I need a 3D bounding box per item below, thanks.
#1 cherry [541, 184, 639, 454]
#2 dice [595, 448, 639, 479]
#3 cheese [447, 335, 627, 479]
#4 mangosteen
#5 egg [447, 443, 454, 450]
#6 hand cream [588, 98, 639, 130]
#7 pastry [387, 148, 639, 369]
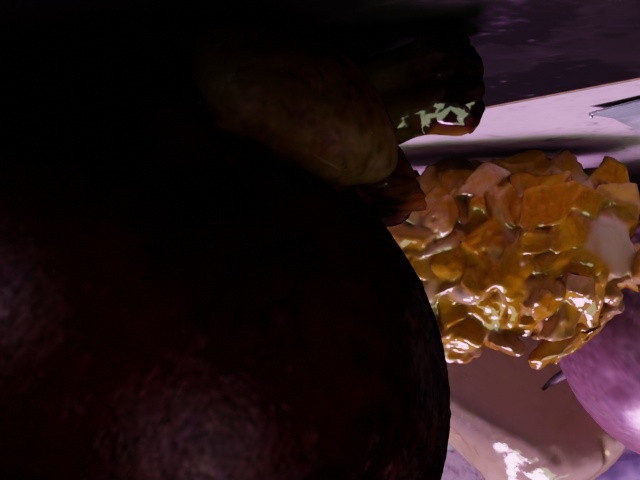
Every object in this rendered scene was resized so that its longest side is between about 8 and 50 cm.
[{"bbox_3d":[0.272,0.054,1.145,0.285,0.213,0.236,-24,-176,34],"label":"cherry"},{"bbox_3d":[0.361,0.153,1.788,0.270,0.270,0.271,-4,173,19],"label":"dice"},{"bbox_3d":[0.133,0.096,1.277,0.263,0.159,0.093,37,150,3],"label":"cheese"},{"bbox_3d":[-0.080,0.039,0.670,0.297,0.293,0.297,16,-151,-9],"label":"mangosteen"},{"bbox_3d":[0.098,0.098,1.502,0.283,0.203,0.203,-6,174,7],"label":"egg"},{"bbox_3d":[0.305,-0.049,0.923,0.321,0.067,0.109,8,170,-37],"label":"hand cream"},{"bbox_3d":[0.095,0.020,1.022,0.250,0.154,0.102,-2,-167,9],"label":"pastry"}]
